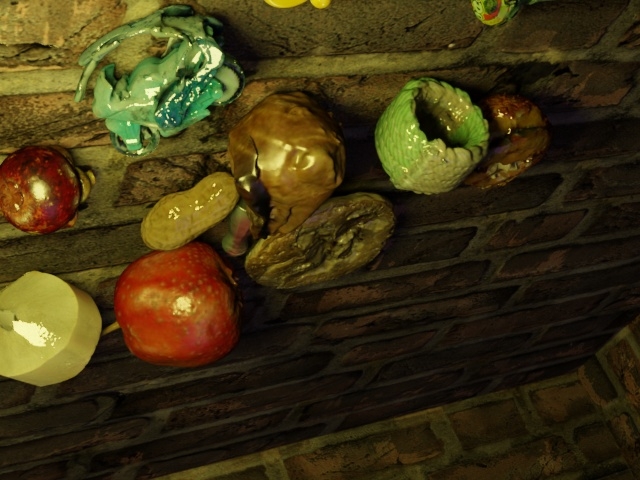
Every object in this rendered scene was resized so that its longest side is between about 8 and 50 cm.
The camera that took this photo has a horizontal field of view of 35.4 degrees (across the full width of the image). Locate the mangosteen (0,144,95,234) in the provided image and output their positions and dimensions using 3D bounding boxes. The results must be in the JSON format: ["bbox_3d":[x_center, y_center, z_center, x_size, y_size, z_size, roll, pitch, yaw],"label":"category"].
[{"bbox_3d":[-0.467,-0.093,1.693,0.145,0.181,0.156,25,119,-2],"label":"mangosteen"}]

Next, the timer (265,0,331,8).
[{"bbox_3d":[-0.041,-0.390,1.502,0.107,0.109,0.107,-19,153,-10],"label":"timer"}]

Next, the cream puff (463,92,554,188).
[{"bbox_3d":[0.371,-0.215,2.103,0.240,0.164,0.240,-17,165,-5],"label":"cream puff"}]

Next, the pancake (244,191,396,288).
[{"bbox_3d":[0.001,0.000,2.272,0.386,0.082,0.387,-21,157,-9],"label":"pancake"}]

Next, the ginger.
[{"bbox_3d":[-0.056,-0.143,1.834,0.223,0.200,0.269,-19,149,0],"label":"ginger"}]

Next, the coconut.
[{"bbox_3d":[-0.557,0.171,1.987,0.241,0.241,0.241,-19,153,-10],"label":"coconut"}]

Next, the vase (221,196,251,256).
[{"bbox_3d":[-0.161,-0.040,2.078,0.086,0.086,0.214,-13,156,-22],"label":"vase"}]

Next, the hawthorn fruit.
[{"bbox_3d":[-0.320,0.148,2.091,0.330,0.287,0.287,-19,153,3],"label":"hawthorn fruit"}]

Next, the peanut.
[{"bbox_3d":[-0.252,-0.057,1.948,0.226,0.095,0.108,-29,150,7],"label":"peanut"}]

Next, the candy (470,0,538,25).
[{"bbox_3d":[0.390,-0.445,1.821,0.305,0.083,0.091,-15,136,-36],"label":"candy"}]

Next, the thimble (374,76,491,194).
[{"bbox_3d":[0.212,-0.195,1.941,0.219,0.219,0.150,-4,149,-34],"label":"thimble"}]

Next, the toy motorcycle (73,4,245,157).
[{"bbox_3d":[-0.256,-0.249,1.565,0.260,0.154,0.206,-28,130,16],"label":"toy motorcycle"}]
